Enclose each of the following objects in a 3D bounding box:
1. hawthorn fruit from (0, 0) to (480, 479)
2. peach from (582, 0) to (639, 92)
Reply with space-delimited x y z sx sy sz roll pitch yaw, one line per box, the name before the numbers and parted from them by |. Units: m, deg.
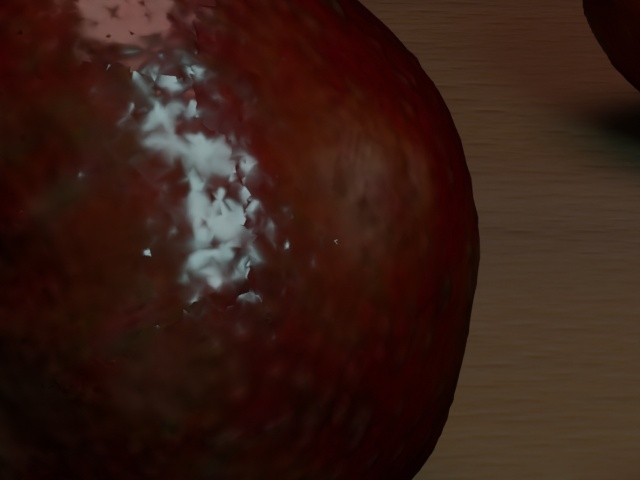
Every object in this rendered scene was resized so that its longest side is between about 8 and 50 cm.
hawthorn fruit | -0.054 0.008 0.758 0.265 0.265 0.307 18 7 37
peach | 0.313 -0.174 1.295 0.281 0.238 0.281 -16 25 7
